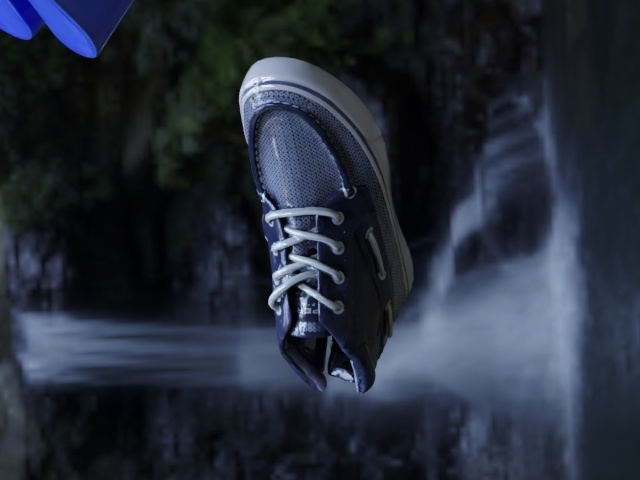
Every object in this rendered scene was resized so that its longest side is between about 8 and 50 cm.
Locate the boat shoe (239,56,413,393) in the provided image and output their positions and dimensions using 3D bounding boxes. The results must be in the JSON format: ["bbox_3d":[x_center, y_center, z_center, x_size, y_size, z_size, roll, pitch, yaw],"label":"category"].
[{"bbox_3d":[0.000,0.000,1.502,0.340,0.127,0.158,62,-145,-44],"label":"boat shoe"}]

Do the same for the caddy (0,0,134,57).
[{"bbox_3d":[-0.324,-0.354,1.784,0.179,0.241,0.341,-63,-35,-13],"label":"caddy"}]
